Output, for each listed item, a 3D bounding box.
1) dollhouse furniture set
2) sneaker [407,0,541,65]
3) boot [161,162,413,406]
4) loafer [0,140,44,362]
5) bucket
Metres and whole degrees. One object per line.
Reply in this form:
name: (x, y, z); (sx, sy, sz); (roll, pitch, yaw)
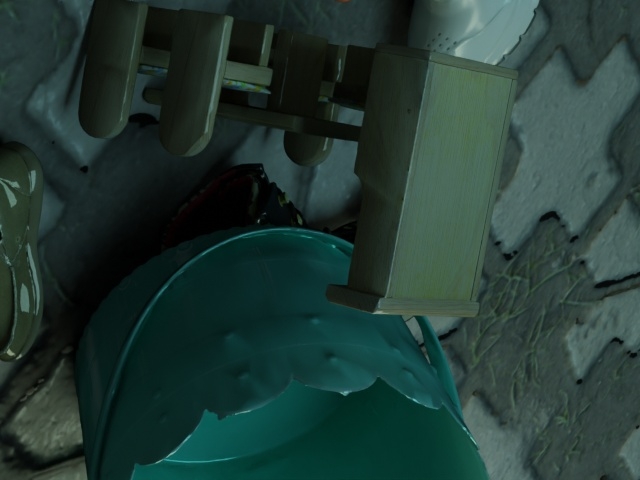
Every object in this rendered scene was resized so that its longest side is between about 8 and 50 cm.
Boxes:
dollhouse furniture set: (-0.009, -0.054, 1.246); (0.212, 0.242, 0.161); (5, 97, -50)
sneaker: (0.101, -0.243, 1.364); (0.129, 0.111, 0.297); (-11, 130, -33)
boot: (0.000, 0.001, 1.415); (0.236, 0.085, 0.179); (-38, 138, -10)
loafer: (-0.211, 0.009, 1.222); (0.050, 0.056, 0.148); (-13, 112, -43)
bucket: (-0.037, 0.134, 1.318); (0.281, 0.183, 0.281); (-12, 134, -12)
